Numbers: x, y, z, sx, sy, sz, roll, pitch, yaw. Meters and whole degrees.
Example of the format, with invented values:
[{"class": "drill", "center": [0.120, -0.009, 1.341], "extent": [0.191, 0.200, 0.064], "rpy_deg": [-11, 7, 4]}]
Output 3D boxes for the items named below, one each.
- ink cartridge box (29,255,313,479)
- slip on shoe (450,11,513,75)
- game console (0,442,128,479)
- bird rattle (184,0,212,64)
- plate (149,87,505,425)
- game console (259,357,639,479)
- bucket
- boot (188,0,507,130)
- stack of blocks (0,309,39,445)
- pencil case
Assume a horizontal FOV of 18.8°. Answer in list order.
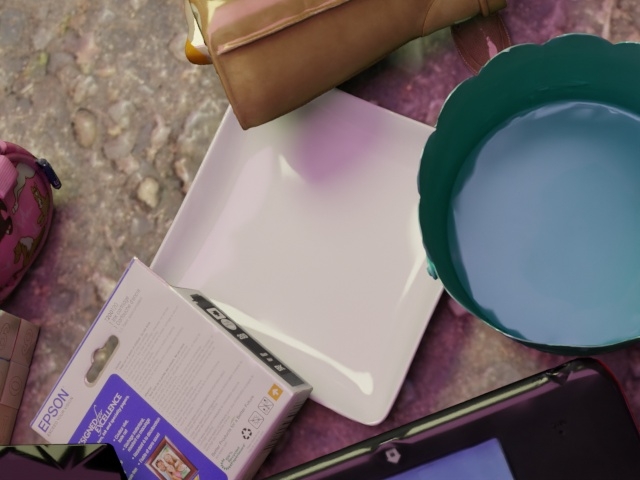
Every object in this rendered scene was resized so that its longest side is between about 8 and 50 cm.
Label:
[{"class": "ink cartridge box", "center": [-0.141, 0.155, 1.785], "extent": [0.208, 0.045, 0.206], "rpy_deg": [39, 107, 19]}, {"class": "slip on shoe", "center": [0.143, -0.211, 1.812], "extent": [0.051, 0.041, 0.135], "rpy_deg": [-20, 71, 12]}, {"class": "game console", "center": [-0.344, 0.294, 1.742], "extent": [0.361, 0.044, 0.213], "rpy_deg": [-3, 75, 10]}, {"class": "bird rattle", "center": [-0.038, -0.253, 1.847], "extent": [0.253, 0.143, 0.207], "rpy_deg": [5, 76, 7]}, {"class": "plate", "center": [0.000, 0.000, 1.805], "extent": [0.277, 0.045, 0.278], "rpy_deg": [24, 85, 21]}, {"class": "game console", "center": [0.122, 0.314, 1.606], "extent": [0.386, 0.060, 0.342], "rpy_deg": [-22, 100, 11]}, {"class": "bucket", "center": [0.219, -0.029, 1.643], "extent": [0.281, 0.183, 0.281], "rpy_deg": [-1, 81, 5]}, {"class": "boot", "center": [0.008, -0.255, 1.740], "extent": [0.269, 0.089, 0.236], "rpy_deg": [-22, 98, 0]}, {"class": "stack of blocks", "center": [-0.359, 0.209, 1.845], "extent": [0.171, 0.087, 0.297], "rpy_deg": [10, 80, 20]}, {"class": "pencil case", "center": [-0.454, -0.066, 1.906], "extent": [0.386, 0.160, 0.167], "rpy_deg": [17, 83, 22]}]
